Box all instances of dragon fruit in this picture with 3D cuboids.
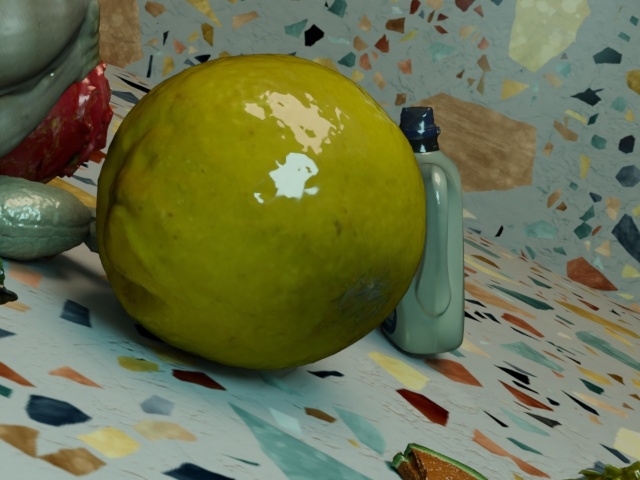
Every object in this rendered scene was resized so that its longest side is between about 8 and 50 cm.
[{"bbox_3d":[-0.349,-0.149,1.101,0.268,0.205,0.210,-9,-9,-32],"label":"dragon fruit"}]

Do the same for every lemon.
[{"bbox_3d":[-0.052,-0.025,0.937,0.297,0.297,0.297,24,10,-4],"label":"lemon"}]

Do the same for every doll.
[{"bbox_3d":[-0.276,-0.024,0.964,0.214,0.072,0.103,3,22,-40],"label":"doll"}]

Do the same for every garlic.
[{"bbox_3d":[-0.374,-0.185,0.885,0.339,0.246,0.231,8,-34,0],"label":"garlic"}]

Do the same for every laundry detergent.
[{"bbox_3d":[0.123,-0.021,1.291,0.105,0.281,0.215,-1,14,-5],"label":"laundry detergent"}]

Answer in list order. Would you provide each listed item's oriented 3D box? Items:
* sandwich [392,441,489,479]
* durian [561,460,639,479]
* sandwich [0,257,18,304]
[{"bbox_3d":[0.105,0.201,0.863,0.101,0.026,0.069,23,14,10],"label":"sandwich"},{"bbox_3d":[0.249,0.229,0.649,0.306,0.167,0.172,23,8,-13],"label":"durian"},{"bbox_3d":[-0.340,-0.068,0.731,0.292,0.212,0.109,6,-4,-7],"label":"sandwich"}]
